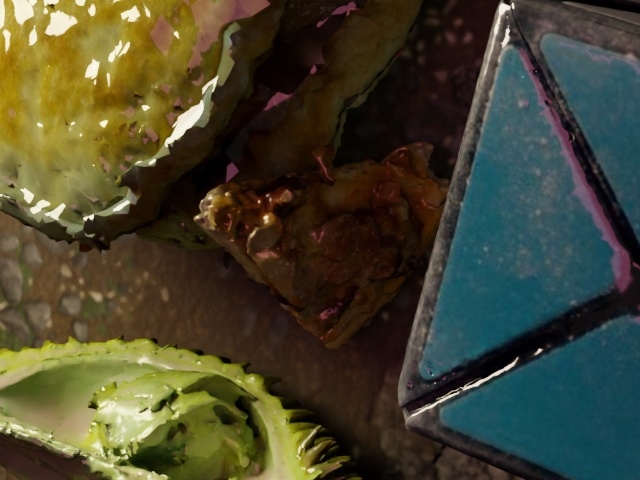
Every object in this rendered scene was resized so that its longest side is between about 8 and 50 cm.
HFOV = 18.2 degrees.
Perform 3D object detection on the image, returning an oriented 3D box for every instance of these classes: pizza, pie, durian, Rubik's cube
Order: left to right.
[{"bbox_3d":[-0.130,-0.204,1.315,0.418,0.180,0.395,48,112,31],"label":"pie"},{"bbox_3d":[-0.102,0.160,1.332,0.355,0.169,0.157,15,101,30],"label":"durian"},{"bbox_3d":[0.000,0.002,1.242,0.154,0.194,0.069,-50,57,21],"label":"pizza"},{"bbox_3d":[0.222,0.008,1.076,0.259,0.255,0.260,18,104,27],"label":"Rubik's cube"}]
